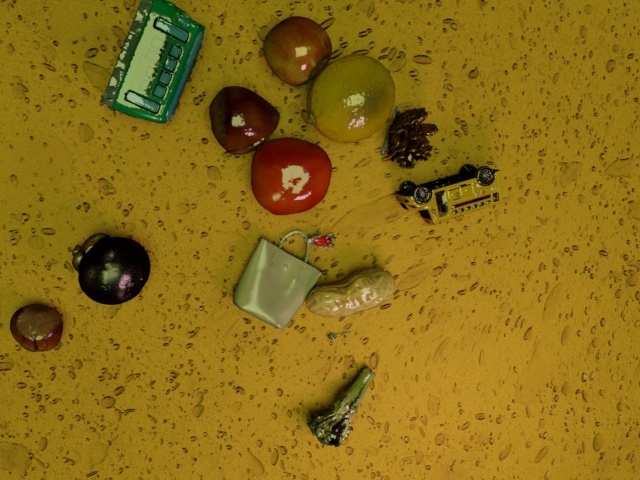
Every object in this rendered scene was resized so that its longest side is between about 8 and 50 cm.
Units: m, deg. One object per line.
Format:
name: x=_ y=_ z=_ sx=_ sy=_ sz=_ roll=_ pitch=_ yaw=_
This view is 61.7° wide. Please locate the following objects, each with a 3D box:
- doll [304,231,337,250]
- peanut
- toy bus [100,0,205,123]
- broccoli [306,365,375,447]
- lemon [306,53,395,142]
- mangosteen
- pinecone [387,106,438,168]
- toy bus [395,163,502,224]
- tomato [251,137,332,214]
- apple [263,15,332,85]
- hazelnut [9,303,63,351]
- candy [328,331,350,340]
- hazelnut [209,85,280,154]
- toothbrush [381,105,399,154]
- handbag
doll: x=0.000 y=-0.001 z=1.768 sx=0.114 sy=0.039 sz=0.057 roll=6 pitch=134 yaw=-25
peanut: x=0.100 y=0.176 z=1.776 sx=0.306 sy=0.147 sz=0.147 roll=-19 pitch=105 yaw=-4
toy bus: x=-0.461 y=-0.497 z=1.499 sx=0.200 sy=0.183 sz=0.343 roll=22 pitch=98 yaw=-18
broccoli: x=0.087 y=0.570 z=1.867 sx=0.145 sy=0.165 sz=0.304 roll=37 pitch=78 yaw=15
lemon: x=0.090 y=-0.419 z=1.591 sx=0.267 sy=0.267 sz=0.267 roll=-2 pitch=102 yaw=-10
mangosteen: x=-0.635 y=0.073 z=1.594 sx=0.250 sy=0.211 sz=0.211 roll=30 pitch=96 yaw=16
pinecone: x=0.284 y=-0.320 z=1.683 sx=0.150 sy=0.179 sz=0.195 roll=14 pitch=118 yaw=6
toy bus: x=0.421 y=-0.147 z=1.762 sx=0.331 sy=0.145 sz=0.151 roll=-17 pitch=106 yaw=-8
tomato: x=-0.087 y=-0.192 z=1.639 sx=0.260 sy=0.180 sz=0.259 roll=-3 pitch=105 yaw=-10
apple: x=-0.071 y=-0.554 z=1.562 sx=0.196 sy=0.196 sz=0.195 roll=-2 pitch=102 yaw=-10
hazelnut: x=-0.857 y=0.265 z=1.620 sx=0.154 sy=0.143 sz=0.143 roll=31 pitch=95 yaw=-8
candy: x=0.067 y=0.329 z=1.863 sx=0.083 sy=0.023 sz=0.025 roll=-11 pitch=96 yaw=-18
hazelnut: x=-0.220 y=-0.356 z=1.576 sx=0.208 sy=0.208 sz=0.208 roll=-2 pitch=102 yaw=-10
toothbrush: x=0.227 y=-0.359 z=1.747 sx=0.011 sy=0.014 sz=0.167 roll=16 pitch=98 yaw=-9
handbag: x=-0.128 y=0.114 z=1.737 sx=0.241 sy=0.109 sz=0.315 roll=31 pitch=91 yaw=-16
